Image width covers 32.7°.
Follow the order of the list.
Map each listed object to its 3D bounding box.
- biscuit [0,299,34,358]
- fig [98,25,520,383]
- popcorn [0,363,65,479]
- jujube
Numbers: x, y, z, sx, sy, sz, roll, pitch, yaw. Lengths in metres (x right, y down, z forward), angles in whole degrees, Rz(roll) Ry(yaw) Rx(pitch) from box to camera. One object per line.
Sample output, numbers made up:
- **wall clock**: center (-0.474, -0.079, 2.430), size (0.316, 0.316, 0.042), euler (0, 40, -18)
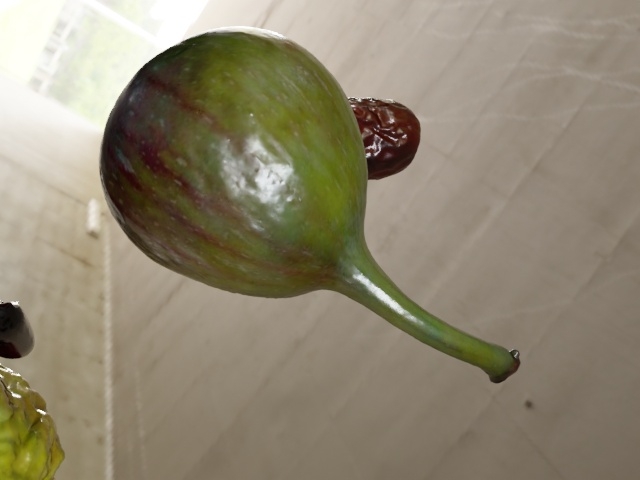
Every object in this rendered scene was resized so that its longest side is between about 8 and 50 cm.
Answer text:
- **biscuit**: center (-0.312, 0.073, 0.726), size (0.151, 0.235, 0.063), euler (135, -61, -70)
- **fig**: center (0.000, 0.000, 0.564), size (0.149, 0.245, 0.149), euler (-50, 175, -6)
- **popcorn**: center (-0.313, 0.197, 0.942), size (0.155, 0.198, 0.197), euler (85, 18, -53)
- **jujube**: center (0.027, -0.089, 0.966), size (0.077, 0.129, 0.077), euler (11, -77, 59)
